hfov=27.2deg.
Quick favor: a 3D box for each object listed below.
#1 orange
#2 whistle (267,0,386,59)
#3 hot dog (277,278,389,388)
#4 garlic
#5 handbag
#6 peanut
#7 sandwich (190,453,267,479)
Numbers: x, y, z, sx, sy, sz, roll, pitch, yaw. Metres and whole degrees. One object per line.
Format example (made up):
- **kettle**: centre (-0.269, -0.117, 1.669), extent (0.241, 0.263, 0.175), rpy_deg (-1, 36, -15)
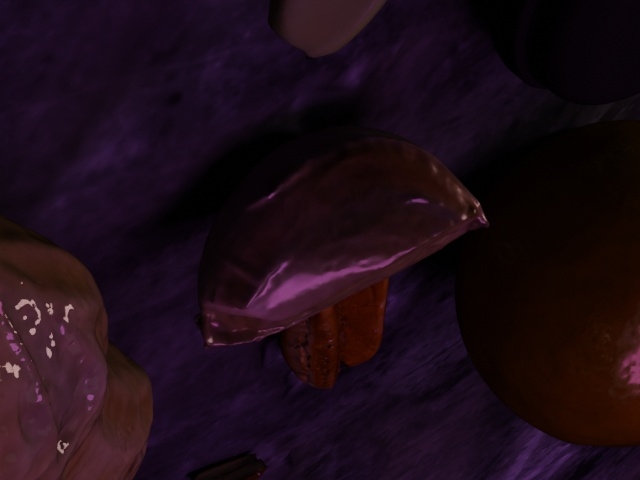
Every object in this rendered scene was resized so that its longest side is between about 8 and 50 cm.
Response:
- **orange**: centre (0.241, 0.031, 1.080), extent (0.279, 0.235, 0.279), rpy_deg (-29, 140, -28)
- **whistle**: centre (0.052, -0.201, 0.578), extent (0.141, 0.141, 0.294), rpy_deg (-25, 171, -29)
- **hot dog**: centre (0.008, 0.042, 0.970), extent (0.092, 0.062, 0.236), rpy_deg (-31, 157, -17)
- **garlic**: centre (0.000, -0.015, 0.810), extent (0.195, 0.101, 0.087), rpy_deg (-24, 167, -22)
- **handbag**: centre (0.237, -0.197, 0.840), extent (0.308, 0.093, 0.254), rpy_deg (-23, 151, -31)
- **peanut**: centre (-0.187, 0.082, 0.666), extent (0.340, 0.158, 0.174), rpy_deg (92, 23, -64)
- **sandwich**: centre (-0.088, 0.220, 1.180), extent (0.083, 0.031, 0.044), rpy_deg (-12, 142, -46)
